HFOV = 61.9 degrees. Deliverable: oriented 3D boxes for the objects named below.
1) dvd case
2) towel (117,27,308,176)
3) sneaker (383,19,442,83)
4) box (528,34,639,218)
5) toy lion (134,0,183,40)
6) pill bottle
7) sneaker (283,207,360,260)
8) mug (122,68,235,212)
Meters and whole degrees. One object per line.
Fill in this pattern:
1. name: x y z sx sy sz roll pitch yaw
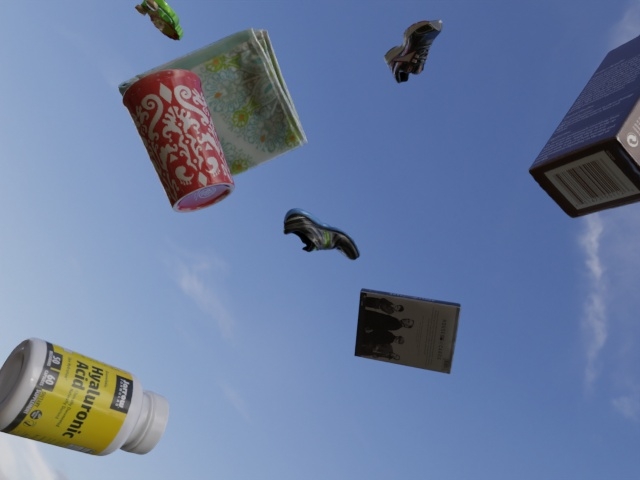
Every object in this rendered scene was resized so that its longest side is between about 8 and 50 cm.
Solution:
1. dvd case: 0.206 0.219 1.291 0.238 0.029 0.180 8 -73 12
2. towel: -0.250 -0.309 1.315 0.090 0.374 0.321 -109 176 -59
3. sneaker: 0.204 -0.393 1.124 0.178 0.071 0.077 147 -74 -69
4. box: 0.561 -0.228 0.960 0.143 0.381 0.191 43 -22 -10
5. toy lion: -0.300 -0.425 1.023 0.096 0.034 0.100 41 -15 -35
6. pill bottle: -0.174 0.121 0.395 0.065 0.065 0.116 -9 -34 44
7. sneaker: 0.000 0.000 1.171 0.188 0.078 0.067 27 -22 -15
8. mug: -0.187 -0.132 0.759 0.113 0.150 0.169 -25 -100 7
